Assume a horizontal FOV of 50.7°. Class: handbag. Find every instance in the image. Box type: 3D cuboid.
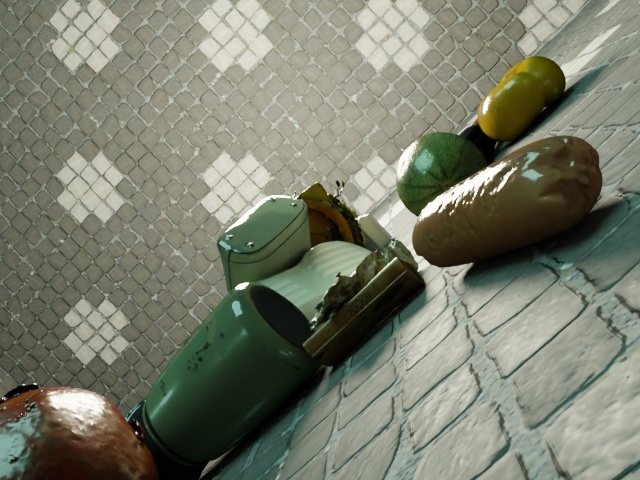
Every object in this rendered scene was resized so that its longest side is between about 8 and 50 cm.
[{"bbox_3d":[-0.095,0.086,1.287,0.241,0.109,0.315,-43,-37,-40],"label":"handbag"}]

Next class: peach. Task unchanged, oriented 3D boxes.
[{"bbox_3d":[0.372,-0.264,1.250,0.179,0.103,0.179,-46,-2,-2],"label":"peach"}]

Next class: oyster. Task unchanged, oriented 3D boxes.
[{"bbox_3d":[0.061,0.058,0.911,0.200,0.061,0.106,-37,-11,-18],"label":"oyster"}]

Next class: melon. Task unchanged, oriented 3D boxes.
[{"bbox_3d":[0.183,-0.096,1.024,0.139,0.139,0.192,-44,4,12],"label":"melon"}]

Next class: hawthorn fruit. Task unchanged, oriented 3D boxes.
[{"bbox_3d":[-0.341,0.328,0.800,0.316,0.316,0.316,-44,2,2],"label":"hawthorn fruit"}]

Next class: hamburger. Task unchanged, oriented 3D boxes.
[{"bbox_3d":[0.000,0.000,1.454,0.262,0.243,0.139,-34,-2,32],"label":"hamburger"}]

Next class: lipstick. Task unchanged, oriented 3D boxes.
[{"bbox_3d":[0.330,-0.212,1.381,0.077,0.077,0.418,-43,1,36],"label":"lipstick"}]

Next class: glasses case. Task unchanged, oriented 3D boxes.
[{"bbox_3d":[0.058,0.095,0.878,0.170,0.041,0.065,-43,-24,11],"label":"glasses case"}]

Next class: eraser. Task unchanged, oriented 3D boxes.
[{"bbox_3d":[0.061,0.033,1.573,0.212,0.092,0.046,-42,2,20],"label":"eraser"}]

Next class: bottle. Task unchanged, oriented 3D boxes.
[{"bbox_3d":[-0.162,0.227,0.976,0.347,0.168,0.168,-46,1,15],"label":"bottle"}]

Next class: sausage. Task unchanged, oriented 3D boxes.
[{"bbox_3d":[0.168,-0.028,0.661,0.086,0.086,0.289,-45,1,-16],"label":"sausage"}]

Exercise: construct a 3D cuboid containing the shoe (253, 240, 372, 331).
[{"bbox_3d":[-0.020,0.121,1.203,0.363,0.132,0.160,-26,-44,-51],"label":"shoe"}]
